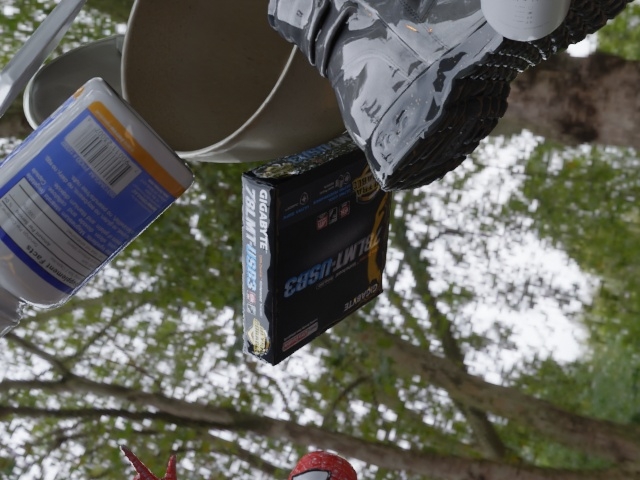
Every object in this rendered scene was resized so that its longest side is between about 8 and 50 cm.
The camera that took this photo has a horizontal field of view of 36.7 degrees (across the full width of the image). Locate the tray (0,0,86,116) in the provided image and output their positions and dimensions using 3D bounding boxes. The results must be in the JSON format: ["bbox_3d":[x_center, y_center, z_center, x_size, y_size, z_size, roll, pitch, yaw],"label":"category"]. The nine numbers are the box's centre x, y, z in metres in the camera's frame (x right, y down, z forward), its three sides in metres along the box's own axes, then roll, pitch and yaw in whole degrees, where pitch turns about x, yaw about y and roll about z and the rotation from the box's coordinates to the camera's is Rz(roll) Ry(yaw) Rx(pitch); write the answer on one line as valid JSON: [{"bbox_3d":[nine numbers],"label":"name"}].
[{"bbox_3d":[-0.415,-0.263,1.385,0.030,0.145,0.270,36,-137,-17],"label":"tray"}]

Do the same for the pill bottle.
[{"bbox_3d":[-0.276,-0.026,1.000,0.272,0.152,0.152,-43,-38,0],"label":"pill bottle"}]

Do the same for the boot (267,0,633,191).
[{"bbox_3d":[0.094,-0.215,0.702,0.338,0.222,0.118,-43,-25,31],"label":"boot"}]

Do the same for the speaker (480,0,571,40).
[{"bbox_3d":[0.112,-0.149,0.523,0.136,0.055,0.055,10,-88,-78],"label":"speaker"}]

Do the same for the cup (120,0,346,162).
[{"bbox_3d":[-0.065,-0.238,1.260,0.237,0.331,0.331,17,-95,-48],"label":"cup"}]

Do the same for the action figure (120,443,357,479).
[{"bbox_3d":[-0.094,0.201,0.453,0.139,0.091,0.280,39,-100,-9],"label":"action figure"}]

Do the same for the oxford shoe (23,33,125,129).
[{"bbox_3d":[-0.243,-0.255,1.537,0.450,0.130,0.169,-12,-81,-23],"label":"oxford shoe"}]

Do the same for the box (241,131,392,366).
[{"bbox_3d":[0.000,0.000,1.463,0.296,0.073,0.293,-28,-52,-46],"label":"box"}]
